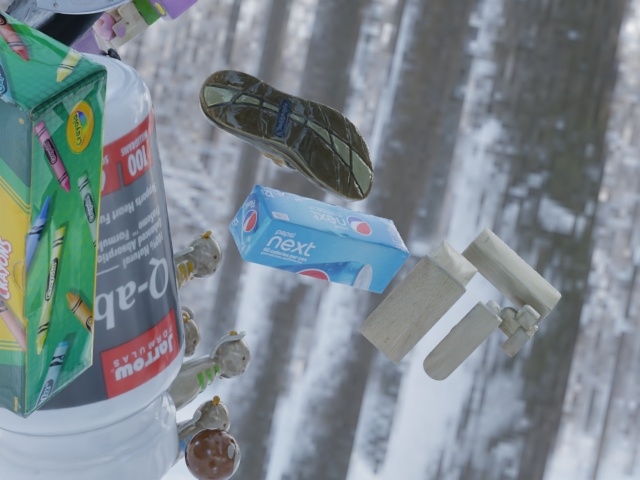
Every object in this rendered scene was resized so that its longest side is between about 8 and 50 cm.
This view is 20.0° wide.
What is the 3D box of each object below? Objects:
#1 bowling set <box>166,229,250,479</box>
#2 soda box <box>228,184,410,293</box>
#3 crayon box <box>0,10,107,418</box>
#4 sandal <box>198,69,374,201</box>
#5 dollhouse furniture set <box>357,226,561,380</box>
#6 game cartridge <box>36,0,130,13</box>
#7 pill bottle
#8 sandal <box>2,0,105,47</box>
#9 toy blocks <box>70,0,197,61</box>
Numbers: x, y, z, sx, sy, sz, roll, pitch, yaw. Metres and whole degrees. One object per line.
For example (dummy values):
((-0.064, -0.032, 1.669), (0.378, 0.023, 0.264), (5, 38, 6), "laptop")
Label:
((-0.131, 0.158, 1.811), (0.200, 0.287, 0.154), (41, 44, 19), "bowling set")
((0.000, 0.000, 2.198), (0.210, 0.071, 0.067), (15, 34, -34), "soda box")
((-0.242, -0.029, 1.280), (0.165, 0.278, 0.081), (28, 43, 23), "crayon box")
((-0.031, -0.092, 1.598), (0.180, 0.072, 0.049), (26, -24, -18), "sandal")
((0.154, 0.079, 1.982), (0.144, 0.123, 0.151), (42, 30, 3), "dollhouse furniture set")
((-0.197, -0.217, 1.515), (0.083, 0.056, 0.017), (-3, -3, 13), "game cartridge")
((-0.228, 0.037, 1.576), (0.210, 0.363, 0.210), (-5, 27, 3), "pill bottle")
((-0.373, -0.169, 1.812), (0.107, 0.446, 0.167), (39, 19, -28), "sandal")
((-0.298, -0.371, 2.268), (0.260, 0.309, 0.288), (54, -21, -17), "toy blocks")
